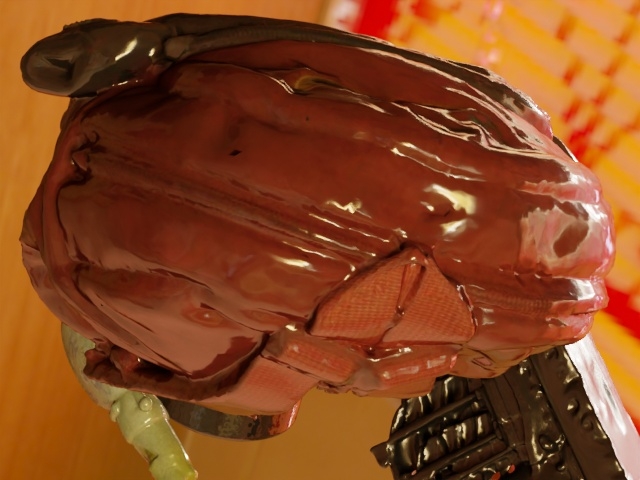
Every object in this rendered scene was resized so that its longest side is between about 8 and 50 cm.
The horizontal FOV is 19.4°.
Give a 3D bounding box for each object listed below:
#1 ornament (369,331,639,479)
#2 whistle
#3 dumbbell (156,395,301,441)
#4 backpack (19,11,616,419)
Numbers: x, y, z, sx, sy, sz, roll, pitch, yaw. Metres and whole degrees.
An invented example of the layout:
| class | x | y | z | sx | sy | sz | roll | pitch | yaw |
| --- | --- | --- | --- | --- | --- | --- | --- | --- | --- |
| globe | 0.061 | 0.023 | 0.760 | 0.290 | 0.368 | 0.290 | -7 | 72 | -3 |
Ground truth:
| class | x | y | z | sx | sy | sz | roll | pitch | yaw |
| --- | --- | --- | --- | --- | --- | --- | --- | --- | --- |
| ornament | 0.151 | 0.197 | 1.712 | 0.251 | 0.260 | 0.106 | 68 | -164 | 14 |
| whistle | -0.166 | 0.137 | 1.673 | 0.057 | 0.104 | 0.198 | -26 | -112 | -26 |
| dumbbell | -0.071 | 0.063 | 1.763 | 0.152 | 0.218 | 0.152 | 12 | -155 | -6 |
| backpack | 0.001 | -0.003 | 0.666 | 0.229 | 0.139 | 0.229 | 11 | 177 | 1 |
